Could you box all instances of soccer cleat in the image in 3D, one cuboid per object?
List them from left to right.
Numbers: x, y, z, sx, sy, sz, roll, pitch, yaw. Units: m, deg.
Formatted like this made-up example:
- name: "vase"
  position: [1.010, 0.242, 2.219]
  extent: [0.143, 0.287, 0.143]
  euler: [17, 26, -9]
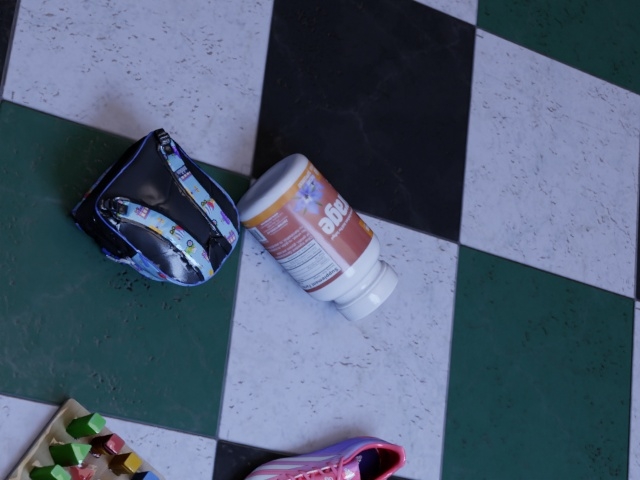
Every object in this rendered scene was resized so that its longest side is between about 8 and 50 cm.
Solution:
- name: "soccer cleat"
  position: [-0.004, 0.305, 1.778]
  extent: [0.248, 0.095, 0.083]
  euler: [-15, 86, -35]

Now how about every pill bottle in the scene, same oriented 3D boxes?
- name: "pill bottle"
  position: [0.000, 0.000, 1.842]
  extent: [0.216, 0.121, 0.121]
  euler: [47, 58, -15]

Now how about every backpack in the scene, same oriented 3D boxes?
- name: "backpack"
  position: [-0.194, -0.026, 1.723]
  extent: [0.173, 0.117, 0.158]
  euler: [43, 58, -16]

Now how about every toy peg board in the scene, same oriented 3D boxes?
- name: "toy peg board"
  position: [-0.266, 0.290, 1.619]
  extent: [0.160, 0.079, 0.161]
  euler: [44, 59, -16]
